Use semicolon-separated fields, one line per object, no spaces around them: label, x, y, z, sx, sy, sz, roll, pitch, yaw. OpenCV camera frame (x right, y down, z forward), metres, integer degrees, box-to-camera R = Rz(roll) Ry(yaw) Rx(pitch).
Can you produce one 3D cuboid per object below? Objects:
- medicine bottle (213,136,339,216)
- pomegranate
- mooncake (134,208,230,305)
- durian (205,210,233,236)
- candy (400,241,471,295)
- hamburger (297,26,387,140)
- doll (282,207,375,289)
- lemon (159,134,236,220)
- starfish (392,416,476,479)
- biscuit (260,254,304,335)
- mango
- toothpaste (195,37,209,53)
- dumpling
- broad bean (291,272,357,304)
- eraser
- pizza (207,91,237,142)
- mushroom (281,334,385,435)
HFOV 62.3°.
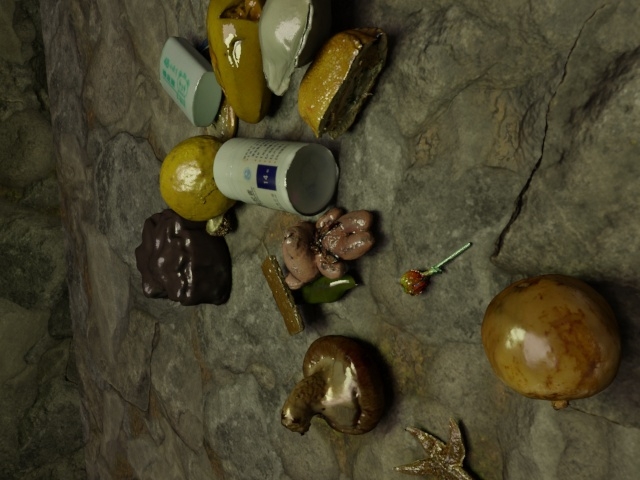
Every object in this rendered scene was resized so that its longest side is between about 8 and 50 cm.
medicine bottle;-0.131;-0.182;1.447;0.332;0.189;0.190;15;108;44
pomegranate;0.401;0.176;0.930;0.248;0.248;0.249;10;104;45
mooncake;-0.498;0.067;1.872;0.381;0.212;0.351;-10;83;44
durian;-0.321;-0.056;1.749;0.111;0.071;0.140;-59;30;10
candy;0.260;0.060;1.196;0.201;0.060;0.061;-40;69;34
hamburger;0.048;-0.391;1.262;0.157;0.143;0.283;53;126;32
doll;0.000;0.000;1.367;0.303;0.156;0.201;-25;56;44
lemon;-0.364;-0.197;1.648;0.310;0.253;0.254;-44;66;36
starfish;0.288;0.524;1.233;0.277;0.062;0.236;-7;91;48
biscuit;-0.107;0.155;1.497;0.231;0.025;0.131;66;157;8
mango;-0.207;-0.509;1.466;0.253;0.182;0.365;-136;34;-64
toothpaste;-0.395;-0.639;1.761;0.139;0.021;0.037;-16;89;45
dumpling;-0.044;-0.543;1.268;0.181;0.341;0.260;40;161;-10
broad bean;-0.018;0.141;1.475;0.325;0.067;0.075;-15;71;44
eraser;-0.425;-0.518;1.720;0.290;0.104;0.189;48;128;36
pizza;-0.344;-0.425;1.736;0.181;0.034;0.262;-48;63;40
mushroom;0.045;0.378;1.373;0.267;0.254;0.268;2;95;19
